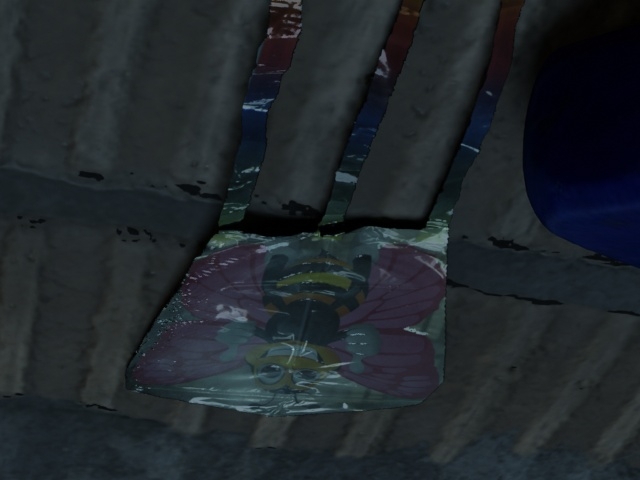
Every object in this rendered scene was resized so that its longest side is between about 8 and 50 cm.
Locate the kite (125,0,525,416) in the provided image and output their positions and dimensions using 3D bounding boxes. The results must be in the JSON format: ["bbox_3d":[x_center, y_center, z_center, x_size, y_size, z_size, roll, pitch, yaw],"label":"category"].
[{"bbox_3d":[0.000,0.003,0.700,0.204,0.022,0.360,3,139,-10],"label":"kite"}]

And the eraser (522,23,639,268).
[{"bbox_3d":[0.226,-0.044,0.491,0.155,0.102,0.332,17,168,-28],"label":"eraser"}]
